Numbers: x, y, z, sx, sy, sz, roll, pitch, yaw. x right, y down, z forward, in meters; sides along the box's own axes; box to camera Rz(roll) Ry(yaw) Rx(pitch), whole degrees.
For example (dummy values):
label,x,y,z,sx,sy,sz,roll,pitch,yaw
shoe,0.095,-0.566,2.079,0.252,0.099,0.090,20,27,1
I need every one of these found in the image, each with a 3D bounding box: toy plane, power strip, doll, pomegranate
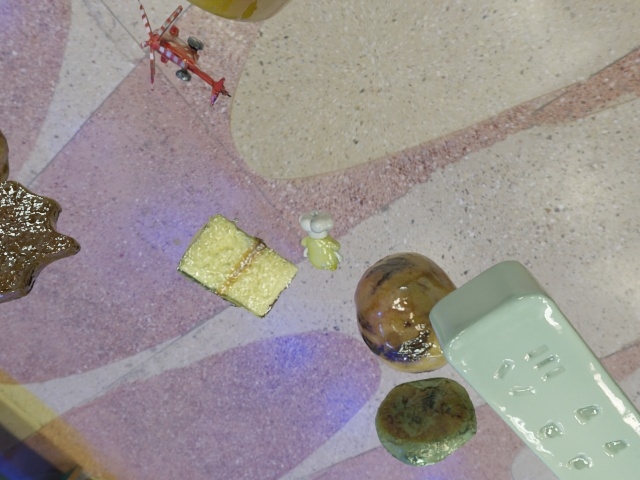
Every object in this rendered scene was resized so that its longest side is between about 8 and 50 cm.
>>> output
label,x,y,z,sx,sy,sz,roll,pitch,yaw
toy plane,-0.197,-0.277,0.614,0.194,0.077,0.126,22,108,27
power strip,0.245,0.179,0.361,0.091,0.062,0.385,-38,105,19
doll,0.000,0.000,0.950,0.106,0.062,0.162,7,127,27
pomegranate,0.232,0.188,1.070,0.323,0.322,0.321,3,113,7

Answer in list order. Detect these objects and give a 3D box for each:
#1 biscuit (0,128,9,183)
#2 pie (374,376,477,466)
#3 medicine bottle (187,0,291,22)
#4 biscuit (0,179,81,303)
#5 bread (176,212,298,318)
label,x,y,z,sx,sy,sz,roll,pitch,yaw
biscuit,-0.724,-0.147,0.778,0.091,0.213,0.273,28,101,14
pie,0.188,0.318,0.742,0.187,0.186,0.041,-18,111,15
medicine bottle,-0.058,-0.375,0.373,0.232,0.238,0.237,-16,114,48
biscuit,-0.390,0.004,0.464,0.216,0.182,0.034,5,148,-9
bread,-0.205,0.067,1.012,0.266,0.142,0.178,37,76,-21
